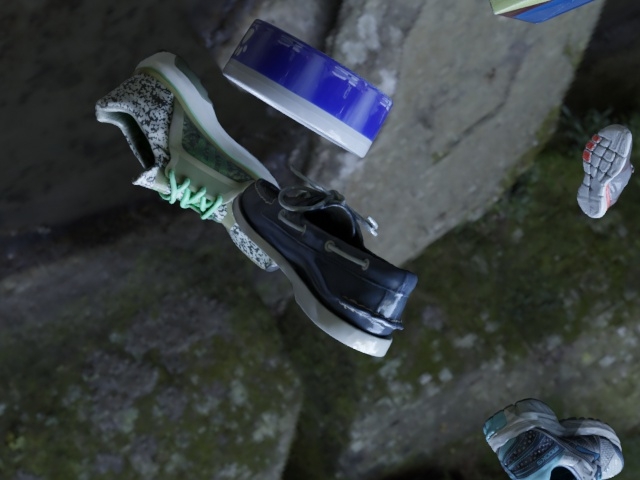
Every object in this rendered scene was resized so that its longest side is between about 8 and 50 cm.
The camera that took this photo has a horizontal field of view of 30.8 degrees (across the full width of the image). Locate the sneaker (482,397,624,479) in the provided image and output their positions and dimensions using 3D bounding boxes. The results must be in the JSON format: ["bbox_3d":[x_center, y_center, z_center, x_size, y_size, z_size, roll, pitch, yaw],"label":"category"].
[{"bbox_3d":[0.322,0.306,1.555,0.110,0.122,0.283,-38,141,29],"label":"sneaker"}]

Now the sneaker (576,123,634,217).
[{"bbox_3d":[0.391,-0.102,1.561,0.065,0.061,0.158,-27,149,-27],"label":"sneaker"}]

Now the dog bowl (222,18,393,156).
[{"bbox_3d":[-0.019,-0.243,1.857,0.104,0.265,0.265,-59,166,3],"label":"dog bowl"}]

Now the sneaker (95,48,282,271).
[{"bbox_3d":[-0.215,-0.100,1.855,0.182,0.410,0.158,-35,174,-35],"label":"sneaker"}]

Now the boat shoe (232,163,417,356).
[{"bbox_3d":[0.000,0.000,0.946,0.095,0.254,0.079,26,102,-28],"label":"boat shoe"}]

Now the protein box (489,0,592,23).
[{"bbox_3d":[0.222,-0.316,0.975,0.200,0.201,0.136,-20,178,26],"label":"protein box"}]
